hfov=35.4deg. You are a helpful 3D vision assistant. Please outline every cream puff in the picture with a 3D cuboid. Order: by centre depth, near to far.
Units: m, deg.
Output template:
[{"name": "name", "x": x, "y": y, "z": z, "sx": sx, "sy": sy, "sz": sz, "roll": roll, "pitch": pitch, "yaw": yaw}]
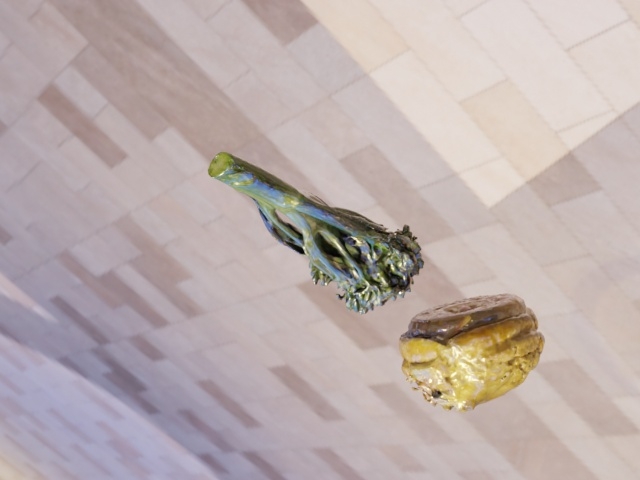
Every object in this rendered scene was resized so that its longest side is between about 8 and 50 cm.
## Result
[{"name": "cream puff", "x": 0.190, "y": 0.143, "z": 1.262, "sx": 0.189, "sy": 0.189, "sz": 0.130, "roll": -13, "pitch": 94, "yaw": 52}]

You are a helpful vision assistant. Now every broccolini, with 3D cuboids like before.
[{"name": "broccolini", "x": 0.002, "y": -0.019, "z": 0.737, "sx": 0.091, "sy": 0.068, "sz": 0.202, "roll": -11, "pitch": 139, "yaw": 37}]
